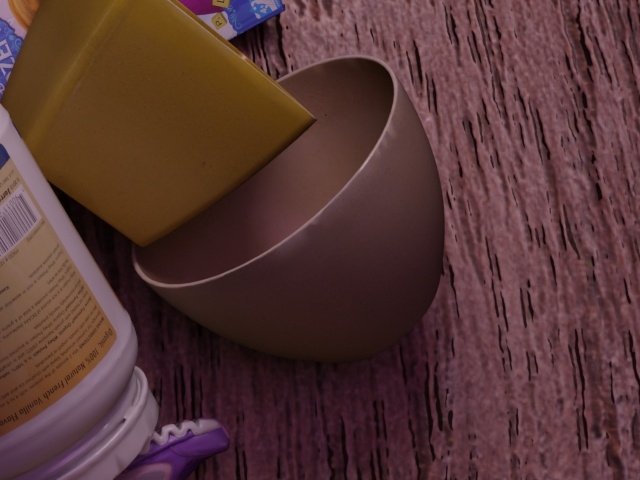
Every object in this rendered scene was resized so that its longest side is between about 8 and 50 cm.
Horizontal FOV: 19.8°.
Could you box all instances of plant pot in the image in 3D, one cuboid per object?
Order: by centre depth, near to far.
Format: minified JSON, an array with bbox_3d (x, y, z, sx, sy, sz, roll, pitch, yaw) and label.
[{"bbox_3d":[-0.166,-0.123,1.614,0.212,0.212,0.187,38,94,-27],"label":"plant pot"},{"bbox_3d":[0.000,0.000,1.637,0.284,0.284,0.191,-51,120,-22],"label":"plant pot"}]

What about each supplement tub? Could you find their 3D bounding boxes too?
[{"bbox_3d":[-0.289,0.060,1.499,0.228,0.228,0.316,-37,113,-20],"label":"supplement tub"}]

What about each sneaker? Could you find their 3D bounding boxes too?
[{"bbox_3d":[-0.177,0.237,1.592,0.236,0.095,0.104,-28,84,-14],"label":"sneaker"}]

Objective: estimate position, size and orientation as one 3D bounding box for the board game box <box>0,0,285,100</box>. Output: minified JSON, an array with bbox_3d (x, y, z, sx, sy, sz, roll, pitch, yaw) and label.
[{"bbox_3d":[-0.234,-0.287,1.699,0.318,0.066,0.318,-31,109,-19],"label":"board game box"}]
